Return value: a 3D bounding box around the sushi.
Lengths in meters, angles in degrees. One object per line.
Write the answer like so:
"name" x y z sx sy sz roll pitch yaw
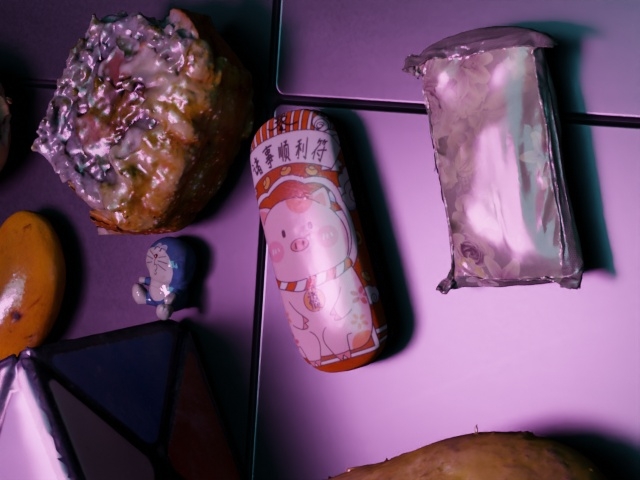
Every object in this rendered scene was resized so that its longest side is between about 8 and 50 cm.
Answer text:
"sushi" -0.186 -0.115 1.812 0.184 0.139 0.274 33 102 27

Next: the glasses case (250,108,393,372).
"glasses case" 0.000 0.000 1.749 0.103 0.067 0.267 -19 83 28

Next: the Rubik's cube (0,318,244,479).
"Rubik's cube" -0.275 0.281 1.798 0.310 0.305 0.307 -24 83 27

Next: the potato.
"potato" 0.151 0.280 1.598 0.266 0.229 0.229 -29 78 27

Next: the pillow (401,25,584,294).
"pillow" 0.168 -0.074 1.652 0.169 0.059 0.255 -8 90 31

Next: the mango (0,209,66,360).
"mango" -0.338 0.058 1.945 0.115 0.090 0.178 37 102 32

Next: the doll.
"doll" -0.164 0.036 1.860 0.076 0.050 0.083 23 106 46

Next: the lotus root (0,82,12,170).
"lotus root" -0.494 -0.100 1.990 0.342 0.151 0.169 -19 82 27
